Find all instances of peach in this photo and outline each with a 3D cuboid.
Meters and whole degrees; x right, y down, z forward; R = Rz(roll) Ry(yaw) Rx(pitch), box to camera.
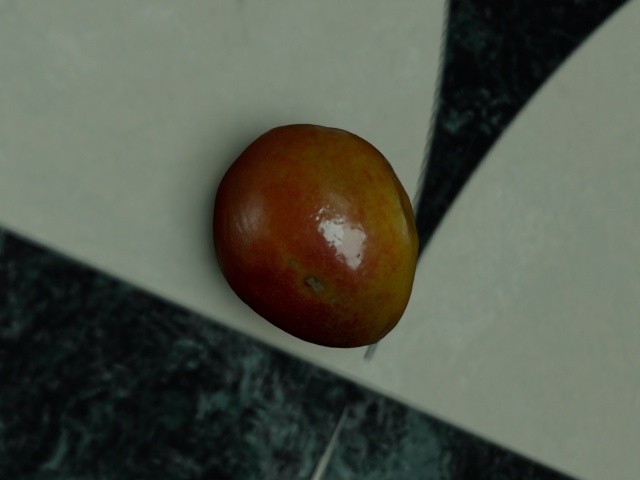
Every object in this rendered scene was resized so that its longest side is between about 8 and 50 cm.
[{"bbox_3d":[0.000,0.001,0.811,0.101,0.101,0.100,-5,101,-30],"label":"peach"}]
